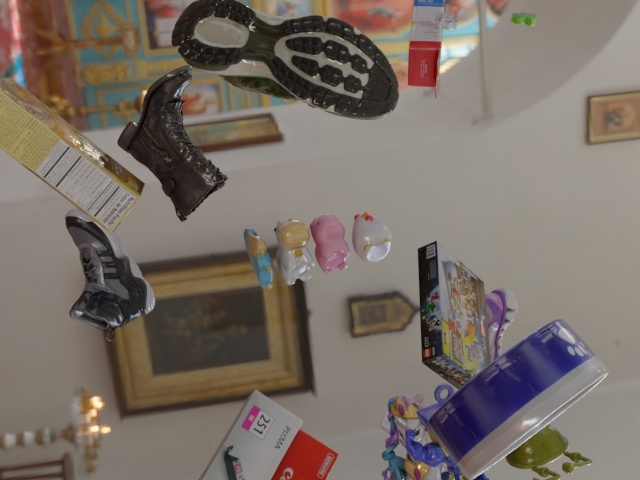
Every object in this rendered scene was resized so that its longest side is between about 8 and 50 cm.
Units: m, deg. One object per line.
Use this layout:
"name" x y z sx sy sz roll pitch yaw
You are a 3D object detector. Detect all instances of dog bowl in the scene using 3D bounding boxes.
"dog bowl" 0.293 0.237 1.332 0.104 0.265 0.265 53 -20 20

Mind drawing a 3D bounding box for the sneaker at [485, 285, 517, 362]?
"sneaker" 0.348 0.211 1.967 0.095 0.104 0.236 41 -54 54

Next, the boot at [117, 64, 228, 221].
"boot" -0.270 -0.194 1.802 0.229 0.091 0.263 45 -60 6

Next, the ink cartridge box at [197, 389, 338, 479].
"ink cartridge box" -0.111 0.493 1.869 0.275 0.239 0.060 -58 -177 -29

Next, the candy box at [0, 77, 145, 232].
"candy box" -0.465 -0.156 1.590 0.316 0.087 0.183 39 5 -13

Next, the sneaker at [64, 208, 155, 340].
"sneaker" -0.458 0.074 1.813 0.101 0.153 0.269 -14 -65 45

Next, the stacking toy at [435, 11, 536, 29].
"stacking toy" 0.339 -0.503 1.771 0.052 0.221 0.167 -95 -173 -50

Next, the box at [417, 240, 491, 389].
"box" 0.232 0.137 1.549 0.159 0.044 0.233 39 40 -37

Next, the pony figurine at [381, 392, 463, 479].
"pony figurine" 0.268 0.494 2.053 0.351 0.302 0.364 -15 94 -61

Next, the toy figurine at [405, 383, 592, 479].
"toy figurine" 0.288 0.359 1.651 0.191 0.362 0.217 -176 -114 -78

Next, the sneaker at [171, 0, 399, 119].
"sneaker" -0.047 -0.301 1.559 0.158 0.410 0.182 -65 164 -7

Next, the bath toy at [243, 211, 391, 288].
"bath toy" 0.000 0.000 2.101 0.151 0.348 0.129 103 -32 -46

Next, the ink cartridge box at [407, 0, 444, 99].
"ink cartridge box" 0.255 -0.469 2.168 0.134 0.078 0.231 82 14 -57
